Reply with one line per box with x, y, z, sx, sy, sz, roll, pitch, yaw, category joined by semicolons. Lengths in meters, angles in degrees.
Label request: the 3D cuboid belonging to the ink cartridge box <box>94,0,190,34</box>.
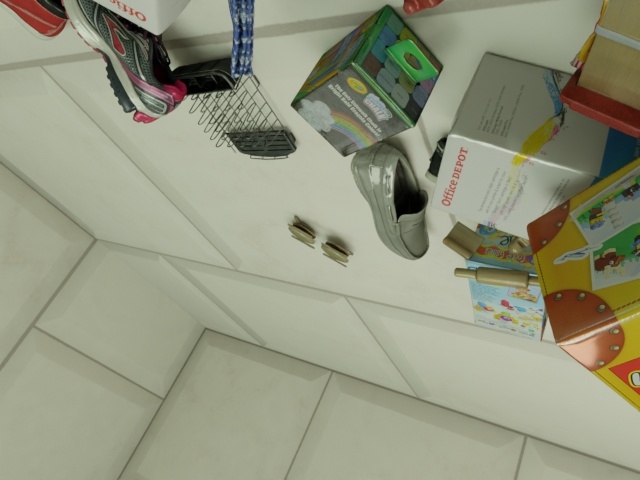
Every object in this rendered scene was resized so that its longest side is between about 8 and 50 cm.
-0.288;-0.462;0.694;0.207;0.117;0.283;28;155;-2;ink cartridge box

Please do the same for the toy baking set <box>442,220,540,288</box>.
0.339;-0.014;0.854;0.256;0.197;0.030;10;177;28;toy baking set

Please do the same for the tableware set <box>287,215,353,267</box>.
0.000;0.000;1.393;0.194;0.039;0.128;29;167;9;tableware set

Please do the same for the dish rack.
-0.181;-0.254;1.041;0.208;0.074;0.272;8;149;37;dish rack

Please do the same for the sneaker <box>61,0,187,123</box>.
-0.348;-0.371;0.907;0.111;0.121;0.299;-17;113;27;sneaker

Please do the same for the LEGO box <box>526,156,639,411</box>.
0.536;0.014;0.475;0.372;0.193;0.500;36;128;-21;LEGO box

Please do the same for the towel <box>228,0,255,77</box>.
-0.103;-0.378;0.547;0.040;0.244;0.336;-6;161;-11;towel

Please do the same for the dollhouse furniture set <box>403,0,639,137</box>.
0.239;-0.291;0.517;0.374;0.152;0.201;36;161;24;dollhouse furniture set

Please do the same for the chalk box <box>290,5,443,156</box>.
0.082;-0.238;0.745;0.132;0.132;0.213;40;151;-24;chalk box

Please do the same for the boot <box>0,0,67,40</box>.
-0.590;-0.507;0.953;0.176;0.089;0.244;-3;150;47;boot

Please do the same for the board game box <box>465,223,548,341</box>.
0.390;0.067;1.007;0.144;0.142;0.275;13;152;28;board game box

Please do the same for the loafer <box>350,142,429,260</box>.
0.166;-0.064;1.017;0.111;0.112;0.319;16;154;41;loafer

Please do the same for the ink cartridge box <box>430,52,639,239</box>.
0.299;-0.120;0.706;0.232;0.168;0.171;21;153;13;ink cartridge box

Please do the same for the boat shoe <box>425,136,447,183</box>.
0.288;-0.101;0.828;0.233;0.084;0.079;28;115;27;boat shoe
